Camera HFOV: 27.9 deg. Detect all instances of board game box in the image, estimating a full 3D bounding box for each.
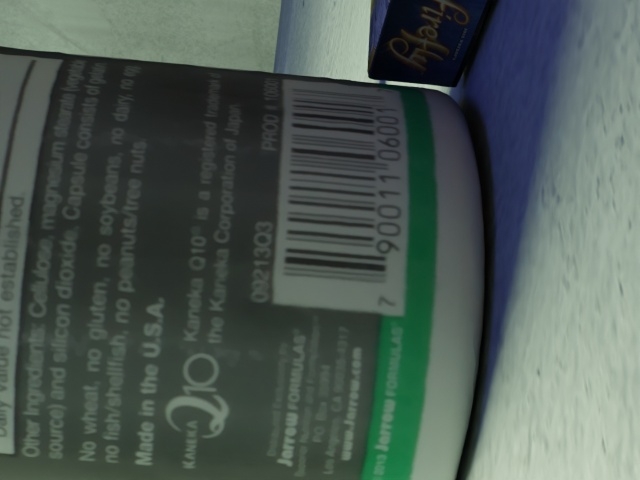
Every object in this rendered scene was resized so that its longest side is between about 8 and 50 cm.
[{"bbox_3d":[0.056,-0.211,0.541,0.165,0.042,0.243,106,169,-66],"label":"board game box"}]

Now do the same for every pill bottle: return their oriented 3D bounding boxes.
[{"bbox_3d":[-0.126,0.020,0.549,0.204,0.361,0.204,-175,90,-86],"label":"pill bottle"}]
